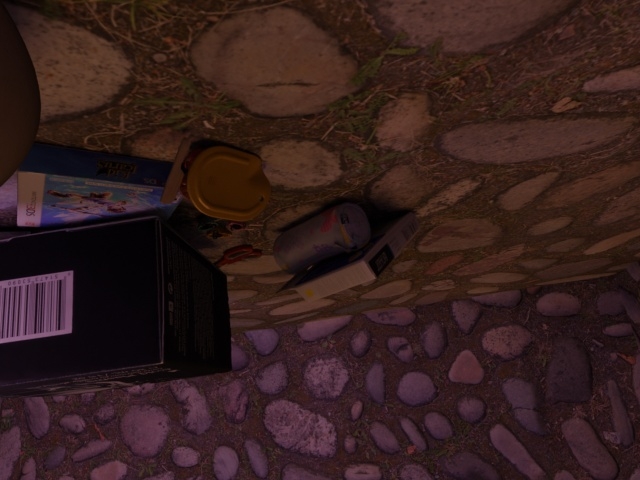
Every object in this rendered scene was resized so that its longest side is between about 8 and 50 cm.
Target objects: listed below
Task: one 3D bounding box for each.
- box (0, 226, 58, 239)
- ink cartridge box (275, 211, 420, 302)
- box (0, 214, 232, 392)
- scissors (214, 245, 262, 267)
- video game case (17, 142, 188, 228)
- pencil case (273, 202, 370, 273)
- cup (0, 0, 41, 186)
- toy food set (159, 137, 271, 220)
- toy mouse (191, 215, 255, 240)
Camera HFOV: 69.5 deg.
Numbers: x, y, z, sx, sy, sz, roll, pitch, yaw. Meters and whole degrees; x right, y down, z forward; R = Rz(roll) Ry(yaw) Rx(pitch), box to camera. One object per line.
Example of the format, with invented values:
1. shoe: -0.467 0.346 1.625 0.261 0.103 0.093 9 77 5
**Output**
1. box: -0.637 0.054 1.185 0.257 0.079 0.322 -3 161 -18
2. ink cartridge box: 0.077 0.052 1.224 0.307 0.072 0.303 -27 -171 40
3. box: -0.501 0.184 1.060 0.480 0.297 0.472 -9 163 2
4. scissors: -0.311 0.065 1.437 0.297 0.021 0.109 -17 162 30
5. video game case: -0.419 -0.083 0.881 0.270 0.061 0.244 4 159 -32
6. pencil case: 0.000 0.000 1.187 0.273 0.124 0.113 -22 161 40
7. cup: -0.397 -0.138 0.403 0.331 0.331 0.237 -8 -174 1
8. toy food set: -0.193 -0.110 0.841 0.071 0.128 0.218 17 -176 43
9. toy mouse: -0.240 -0.042 1.117 0.161 0.031 0.143 -4 162 -10
